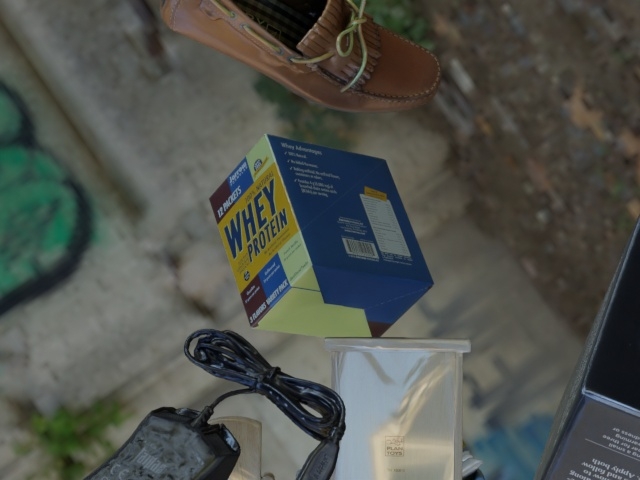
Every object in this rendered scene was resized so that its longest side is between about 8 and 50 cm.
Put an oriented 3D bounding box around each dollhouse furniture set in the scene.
[{"bbox_3d":[0.024,0.192,1.808,0.303,0.286,0.198,74,-163,-89],"label":"dollhouse furniture set"}]

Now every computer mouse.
[{"bbox_3d":[-0.092,0.206,1.482,0.184,0.262,0.060,23,150,26],"label":"computer mouse"}]

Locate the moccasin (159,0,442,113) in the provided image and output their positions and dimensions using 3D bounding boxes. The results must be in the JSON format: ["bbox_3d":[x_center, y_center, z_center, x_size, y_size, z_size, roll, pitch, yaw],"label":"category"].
[{"bbox_3d":[-0.011,-0.274,2.286,0.380,0.139,0.147,27,147,-16],"label":"moccasin"}]

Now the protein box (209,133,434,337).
[{"bbox_3d":[0.000,0.000,2.236,0.200,0.136,0.201,10,-132,-38],"label":"protein box"}]

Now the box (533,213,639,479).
[{"bbox_3d":[0.374,0.221,2.043,0.212,0.293,0.395,21,138,7],"label":"box"}]
